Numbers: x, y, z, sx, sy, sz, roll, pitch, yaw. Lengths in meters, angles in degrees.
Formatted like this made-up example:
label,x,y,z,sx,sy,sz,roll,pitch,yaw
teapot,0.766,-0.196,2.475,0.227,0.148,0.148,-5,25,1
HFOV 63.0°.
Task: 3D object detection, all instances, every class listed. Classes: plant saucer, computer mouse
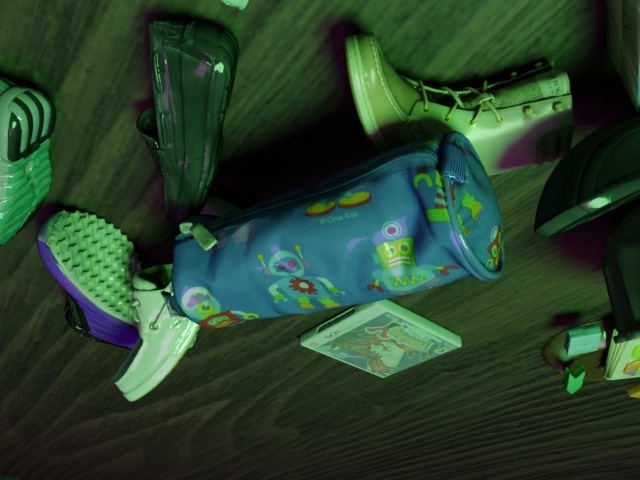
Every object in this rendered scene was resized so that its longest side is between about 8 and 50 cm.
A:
label,x,y,z,sx,sy,sz,roll,pitch,yaw
plant saucer,0.481,0.193,0.877,0.198,0.036,0.199,1,143,0
computer mouse,0.275,-0.068,0.455,0.261,0.060,0.184,-23,167,-7

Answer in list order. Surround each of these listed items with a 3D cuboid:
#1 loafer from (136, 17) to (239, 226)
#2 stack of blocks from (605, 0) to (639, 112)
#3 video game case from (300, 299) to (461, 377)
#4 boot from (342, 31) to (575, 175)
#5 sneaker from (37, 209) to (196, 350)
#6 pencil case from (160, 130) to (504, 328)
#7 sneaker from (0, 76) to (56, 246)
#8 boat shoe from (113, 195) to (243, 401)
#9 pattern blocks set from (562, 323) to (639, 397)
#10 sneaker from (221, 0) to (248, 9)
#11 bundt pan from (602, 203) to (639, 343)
label,x,y,z,sx,sy,sz,roll,pitch,yaw
loafer,-0.131,-0.101,0.492,0.078,0.076,0.223,15,136,-8
stack of blocks,0.260,-0.231,0.289,0.171,0.087,0.297,-13,140,20
video game case,0.099,0.167,0.868,0.201,0.023,0.183,28,136,-30
boot,0.125,-0.118,0.453,0.165,0.077,0.213,-17,144,23
sneaker,-0.299,0.079,0.705,0.146,0.102,0.293,-10,141,16
pencil case,0.000,0.000,0.467,0.306,0.120,0.133,-14,139,27
sneaker,-0.337,-0.086,0.532,0.098,0.083,0.224,34,131,-7
boat shoe,-0.182,0.065,0.627,0.096,0.098,0.277,33,97,-23
pattern blocks set,0.535,0.162,0.793,0.324,0.026,0.285,-19,131,12
sneaker,-0.130,-0.192,0.346,0.255,0.094,0.151,-23,130,25
bundt pan,0.426,-0.006,0.489,0.330,0.124,0.331,-13,160,-5
